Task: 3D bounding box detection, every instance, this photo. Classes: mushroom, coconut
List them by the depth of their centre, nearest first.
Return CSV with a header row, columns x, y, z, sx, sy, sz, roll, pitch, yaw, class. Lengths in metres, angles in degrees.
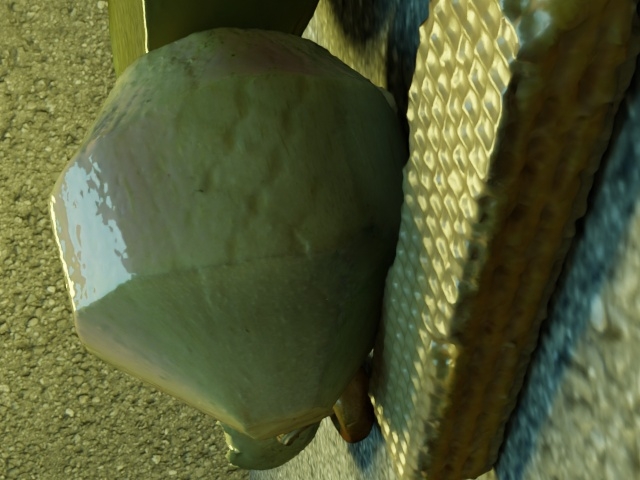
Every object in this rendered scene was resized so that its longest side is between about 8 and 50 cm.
x,y,z,sx,sy,sz,roll,pitch,yaw,class
-0.044,0.003,0.648,0.259,0.259,0.259,171,90,-81,coconut
0.008,0.152,0.924,0.129,0.072,0.088,-40,78,43,mushroom

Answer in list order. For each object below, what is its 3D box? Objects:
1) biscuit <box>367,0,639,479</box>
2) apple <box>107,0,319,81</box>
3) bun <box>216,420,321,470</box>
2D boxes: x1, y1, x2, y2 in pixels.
x,y,z,sx,sy,sz,roll,pitch,yaw,class
0.073,0.008,0.481,0.379,0.054,0.094,93,164,-50,biscuit
-0.128,-0.283,0.742,0.312,0.320,0.360,-56,-7,-31,apple
-0.059,0.117,1.064,0.259,0.152,0.260,163,90,-80,bun
